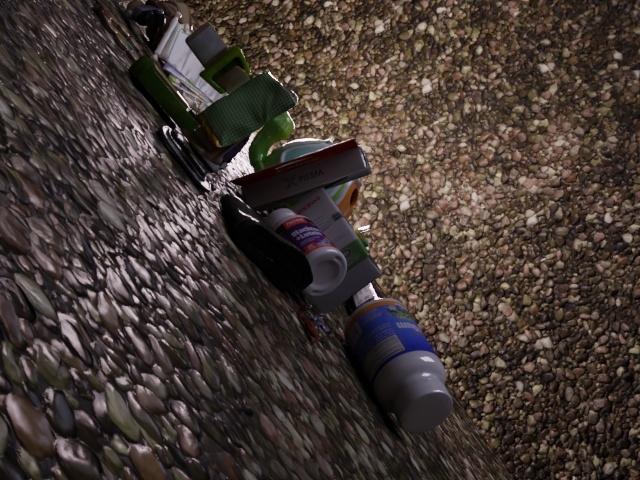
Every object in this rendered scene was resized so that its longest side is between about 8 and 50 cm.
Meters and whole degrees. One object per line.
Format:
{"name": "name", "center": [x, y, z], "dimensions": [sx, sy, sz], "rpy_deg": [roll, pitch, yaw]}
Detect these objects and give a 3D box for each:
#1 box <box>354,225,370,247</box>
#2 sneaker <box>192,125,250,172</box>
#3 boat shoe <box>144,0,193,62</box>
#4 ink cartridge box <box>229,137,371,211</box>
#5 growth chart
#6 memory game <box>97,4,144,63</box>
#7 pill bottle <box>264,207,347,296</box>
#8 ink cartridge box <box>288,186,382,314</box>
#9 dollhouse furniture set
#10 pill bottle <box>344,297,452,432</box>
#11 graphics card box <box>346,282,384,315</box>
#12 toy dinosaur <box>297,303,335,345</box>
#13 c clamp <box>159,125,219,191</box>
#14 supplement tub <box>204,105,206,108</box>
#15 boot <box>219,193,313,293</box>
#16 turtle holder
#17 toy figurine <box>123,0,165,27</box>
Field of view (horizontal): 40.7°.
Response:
{"name": "box", "center": [0.050, 0.027, 2.071], "dimensions": [0.043, 0.179, 0.105], "rpy_deg": [53, 6, -5]}
{"name": "sneaker", "center": [-0.191, -0.220, 1.828], "dimensions": [0.107, 0.124, 0.283], "rpy_deg": [53, 5, -15]}
{"name": "boat shoe", "center": [-0.381, -0.500, 2.155], "dimensions": [0.123, 0.123, 0.342], "rpy_deg": [14, 40, -31]}
{"name": "ink cartridge box", "center": [-0.035, -0.133, 1.828], "dimensions": [0.239, 0.275, 0.060], "rpy_deg": [-2, 73, -83]}
{"name": "growth chart", "center": [-0.294, -0.396, 2.027], "dimensions": [0.021, 0.172, 0.237], "rpy_deg": [-6, -42, 46]}
{"name": "memory game", "center": [-0.403, -0.414, 1.805], "dimensions": [0.186, 0.012, 0.186], "rpy_deg": [54, 5, -7]}
{"name": "pill bottle", "center": [-0.039, 0.016, 1.690], "dimensions": [0.108, 0.108, 0.193], "rpy_deg": [49, -2, -43]}
{"name": "ink cartridge box", "center": [0.003, 0.020, 1.802], "dimensions": [0.092, 0.160, 0.219], "rpy_deg": [49, 8, -51]}
{"name": "dollhouse furniture set", "center": [-0.200, -0.287, 1.571], "dimensions": [0.151, 0.197, 0.301], "rpy_deg": [53, -3, -32]}
{"name": "pill bottle", "center": [0.161, 0.254, 1.752], "dimensions": [0.152, 0.152, 0.272], "rpy_deg": [50, 6, -40]}
{"name": "graphics card box", "center": [0.178, 0.261, 2.182], "dimensions": [0.233, 0.094, 0.371], "rpy_deg": [52, 5, -16]}
{"name": "toy dinosaur", "center": [-0.014, 0.144, 1.530], "dimensions": [0.082, 0.047, 0.090], "rpy_deg": [36, 9, 22]}
{"name": "c clamp", "center": [-0.235, -0.144, 1.540], "dimensions": [0.161, 0.022, 0.137], "rpy_deg": [53, 10, -23]}
{"name": "supplement tub", "center": [-0.264, -0.344, 2.273], "dimensions": [0.071, 0.071, 0.107], "rpy_deg": [57, 5, 27]}
{"name": "boot", "center": [-0.097, 0.000, 1.564], "dimensions": [0.198, 0.076, 0.137], "rpy_deg": [51, 1, -38]}
{"name": "turtle holder", "center": [-0.041, -0.144, 2.106], "dimensions": [0.243, 0.227, 0.320], "rpy_deg": [48, 8, -44]}
{"name": "toy figurine", "center": [-0.413, -0.621, 2.003], "dimensions": [0.148, 0.210, 0.213], "rpy_deg": [37, -2, 44]}
